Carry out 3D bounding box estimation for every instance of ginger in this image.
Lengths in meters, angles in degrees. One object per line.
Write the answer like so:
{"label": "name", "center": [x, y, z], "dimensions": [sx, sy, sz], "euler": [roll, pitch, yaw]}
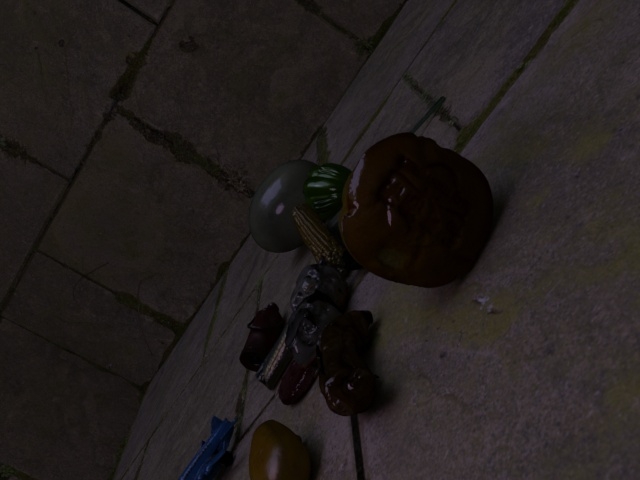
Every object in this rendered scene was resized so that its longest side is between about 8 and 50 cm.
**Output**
{"label": "ginger", "center": [0.052, 0.237, 1.188], "dimensions": [0.133, 0.107, 0.309], "euler": [-37, 18, 16]}

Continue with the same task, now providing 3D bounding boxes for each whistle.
{"label": "whistle", "center": [-0.072, 0.250, 1.680], "dimensions": [0.068, 0.057, 0.327], "euler": [33, 93, 34]}

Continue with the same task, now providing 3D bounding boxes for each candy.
{"label": "candy", "center": [0.240, -0.280, 1.728], "dimensions": [0.305, 0.083, 0.091], "euler": [-48, 14, 9]}

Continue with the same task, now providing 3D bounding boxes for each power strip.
{"label": "power strip", "center": [0.075, -0.048, 1.763], "dimensions": [0.272, 0.078, 0.052], "euler": [-47, 16, 38]}

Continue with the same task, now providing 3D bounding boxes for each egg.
{"label": "egg", "center": [-0.109, -0.119, 2.189], "dimensions": [0.352, 0.258, 0.258], "euler": [-50, 15, 14]}

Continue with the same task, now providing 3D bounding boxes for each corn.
{"label": "corn", "center": [0.000, 0.000, 1.723], "dimensions": [0.087, 0.086, 0.288], "euler": [-53, 45, 21]}

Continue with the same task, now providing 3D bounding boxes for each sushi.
{"label": "sushi", "center": [-0.010, 0.172, 1.482], "dimensions": [0.124, 0.130, 0.332], "euler": [-47, 16, 29]}

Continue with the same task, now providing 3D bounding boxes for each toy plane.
{"label": "toy plane", "center": [-0.304, 0.596, 1.662], "dimensions": [0.254, 0.105, 0.272], "euler": [-34, 29, 62]}

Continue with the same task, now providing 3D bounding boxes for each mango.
{"label": "mango", "center": [-0.084, 0.428, 1.221], "dimensions": [0.137, 0.098, 0.195], "euler": [-60, 25, 14]}

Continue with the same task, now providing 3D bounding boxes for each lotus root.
{"label": "lotus root", "center": [0.066, -0.153, 1.906], "dimensions": [0.186, 0.186, 0.186], "euler": [-53, 14, 20]}

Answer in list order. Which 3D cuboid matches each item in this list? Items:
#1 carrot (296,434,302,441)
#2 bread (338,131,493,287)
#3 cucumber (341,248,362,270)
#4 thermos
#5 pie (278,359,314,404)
{"label": "carrot", "center": [-0.083, 0.457, 1.313], "dimensions": [0.139, 0.048, 0.048], "euler": [-52, 15, 16]}
{"label": "bread", "center": [0.159, -0.051, 1.093], "dimensions": [0.270, 0.269, 0.148], "euler": [-59, 8, -2]}
{"label": "cucumber", "center": [0.134, 0.000, 1.467], "dimensions": [0.303, 0.072, 0.081], "euler": [-46, 21, 45]}
{"label": "thermos", "center": [-0.169, 0.284, 1.897], "dimensions": [0.232, 0.098, 0.124], "euler": [-73, -18, -50]}
{"label": "pie", "center": [-0.051, 0.326, 1.494], "dimensions": [0.154, 0.036, 0.154], "euler": [-53, 15, 20]}
